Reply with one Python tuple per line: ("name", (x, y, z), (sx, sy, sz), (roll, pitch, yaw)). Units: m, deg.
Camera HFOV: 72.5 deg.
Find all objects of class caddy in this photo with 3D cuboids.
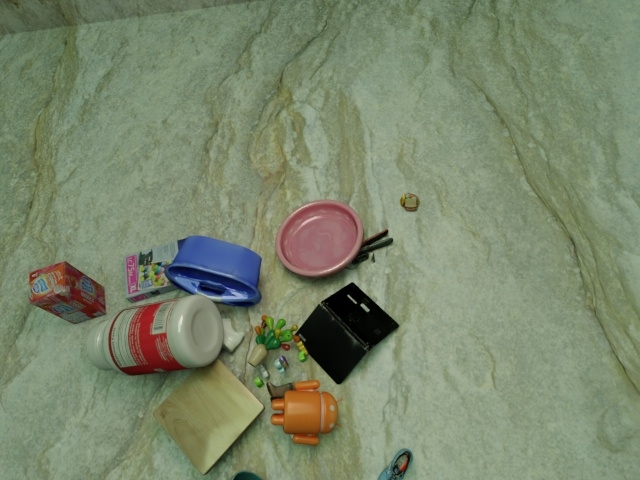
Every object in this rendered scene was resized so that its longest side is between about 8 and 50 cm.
("caddy", (-0.362, 0.128, 1.519), (0.342, 0.241, 0.179), (15, 59, -2))

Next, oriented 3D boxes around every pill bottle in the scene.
("pill bottle", (-0.545, 0.317, 1.429), (0.408, 0.229, 0.228), (-12, 60, 20))

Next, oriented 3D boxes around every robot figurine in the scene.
("robot figurine", (-0.041, 0.522, 1.335), (0.220, 0.128, 0.158), (3, 39, -6))

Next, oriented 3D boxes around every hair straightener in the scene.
("hair straightener", (0.169, 0.043, 1.622), (0.231, 0.047, 0.089), (-24, 61, -6))

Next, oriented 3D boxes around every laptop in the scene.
("laptop", (0.089, 0.311, 1.508), (0.264, 0.136, 0.234), (-28, 59, -37))

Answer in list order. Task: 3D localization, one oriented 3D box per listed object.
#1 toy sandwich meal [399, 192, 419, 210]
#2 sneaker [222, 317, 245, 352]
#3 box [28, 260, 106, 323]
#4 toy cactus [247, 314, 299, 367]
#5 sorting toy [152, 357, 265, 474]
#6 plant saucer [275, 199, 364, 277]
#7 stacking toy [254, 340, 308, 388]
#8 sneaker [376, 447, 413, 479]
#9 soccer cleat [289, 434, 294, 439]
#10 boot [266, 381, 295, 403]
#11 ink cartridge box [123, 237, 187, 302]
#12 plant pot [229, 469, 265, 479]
("toy sandwich meal", (0.351, -0.155, 1.716), (0.086, 0.029, 0.085), (-3, 62, 5))
("sneaker", (-0.362, 0.301, 1.544), (0.212, 0.080, 0.094), (34, 58, 16))
("box", (-0.893, 0.191, 1.555), (0.128, 0.256, 0.122), (-18, 63, -3))
("toy cactus", (-0.170, 0.339, 1.444), (0.219, 0.112, 0.180), (6, 50, 48))
("sorting toy", (-0.345, 0.547, 1.392), (0.257, 0.089, 0.255), (37, 72, 23))
("plant saucer", (0.000, 0.000, 1.626), (0.333, 0.084, 0.331), (-8, 55, 12))
("stacking toy", (-0.123, 0.386, 1.380), (0.167, 0.221, 0.052), (-30, 85, -4))
("sneaker", (0.212, 0.673, 1.264), (0.063, 0.073, 0.162), (29, 69, 20))
("soccer cleat", (-0.090, 0.601, 1.366), (0.083, 0.029, 0.035), (34, 67, 17))
("boot", (-0.122, 0.474, 1.390), (0.087, 0.118, 0.042), (-20, 41, -19))
("ink cartridge box", (-0.593, 0.105, 1.679), (0.312, 0.065, 0.185), (-16, 62, -3))
("plant pot", (-0.240, 0.812, 1.151), (0.255, 0.271, 0.271), (-41, 64, 1))
